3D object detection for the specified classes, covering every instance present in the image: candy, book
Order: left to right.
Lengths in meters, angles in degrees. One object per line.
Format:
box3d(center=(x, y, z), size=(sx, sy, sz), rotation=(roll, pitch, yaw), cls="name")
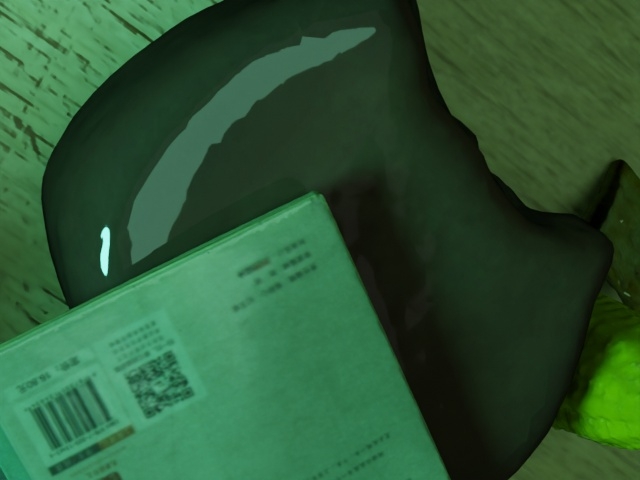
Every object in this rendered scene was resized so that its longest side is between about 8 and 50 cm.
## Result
box3d(center=(-0.036, 0.138, 0.727), size=(0.214, 0.025, 0.283), rotation=(-25, 110, -9), cls="book")
box3d(center=(0.186, 0.085, 0.889), size=(0.106, 0.199, 0.094), rotation=(-11, 97, -11), cls="candy")

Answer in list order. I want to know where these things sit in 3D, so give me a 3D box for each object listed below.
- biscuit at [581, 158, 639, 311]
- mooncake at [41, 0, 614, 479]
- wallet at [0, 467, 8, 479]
box3d(center=(0.216, -0.003, 0.968), size=(0.081, 0.018, 0.083), rotation=(47, 57, -21), cls="biscuit")
box3d(center=(0.000, 0.000, 0.810), size=(0.325, 0.174, 0.334), rotation=(15, 95, -20), cls="mooncake")
box3d(center=(-0.152, 0.268, 0.856), size=(0.251, 0.054, 0.291), rotation=(15, 82, -28), cls="wallet")
